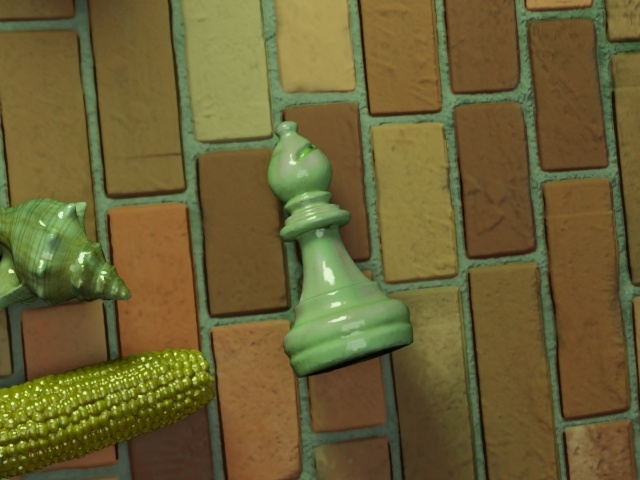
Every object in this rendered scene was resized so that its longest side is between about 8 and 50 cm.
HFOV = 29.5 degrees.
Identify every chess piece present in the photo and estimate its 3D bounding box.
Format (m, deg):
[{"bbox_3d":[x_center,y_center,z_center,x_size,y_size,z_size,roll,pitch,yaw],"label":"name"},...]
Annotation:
[{"bbox_3d":[0.000,0.000,1.299,0.139,0.139,0.272,-14,82,-13],"label":"chess piece"}]

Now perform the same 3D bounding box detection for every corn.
[{"bbox_3d":[-0.237,0.174,1.246,0.260,0.091,0.091,-14,90,-16],"label":"corn"}]

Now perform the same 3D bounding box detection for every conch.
[{"bbox_3d":[-0.298,0.022,1.234,0.233,0.114,0.137,2,76,21],"label":"conch"}]
